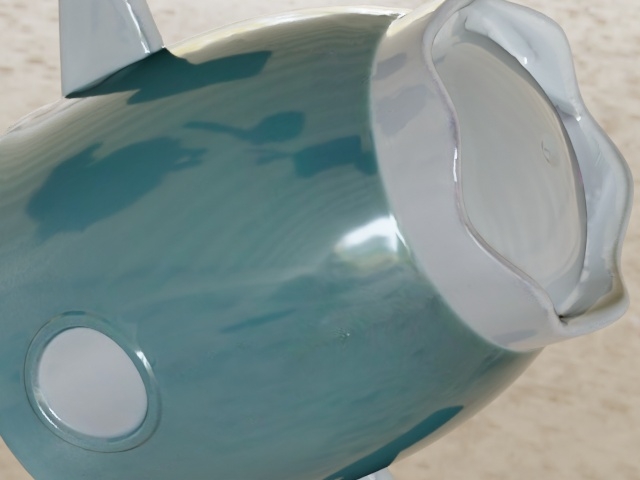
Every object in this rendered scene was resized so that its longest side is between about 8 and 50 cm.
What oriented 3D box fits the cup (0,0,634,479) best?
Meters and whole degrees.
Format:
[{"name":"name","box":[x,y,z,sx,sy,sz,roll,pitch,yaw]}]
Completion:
[{"name":"cup","box":[0.000,0.000,0.492,0.173,0.299,0.167,-20,12,34]}]
